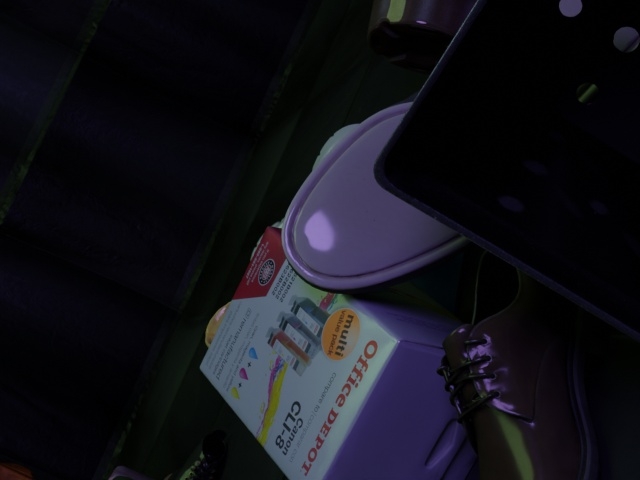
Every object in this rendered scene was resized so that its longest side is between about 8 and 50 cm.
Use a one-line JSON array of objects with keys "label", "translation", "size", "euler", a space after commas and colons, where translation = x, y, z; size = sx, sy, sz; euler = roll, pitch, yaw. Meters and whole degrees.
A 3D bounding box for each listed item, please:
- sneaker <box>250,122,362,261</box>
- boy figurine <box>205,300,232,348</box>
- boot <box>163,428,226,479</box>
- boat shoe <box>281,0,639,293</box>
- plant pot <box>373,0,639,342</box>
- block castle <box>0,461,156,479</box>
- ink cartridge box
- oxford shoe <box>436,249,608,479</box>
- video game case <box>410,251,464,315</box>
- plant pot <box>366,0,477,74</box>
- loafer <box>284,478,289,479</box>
[{"label": "sneaker", "translation": [0.000, 0.000, 1.189], "size": [0.297, 0.111, 0.129], "euler": [-63, 18, 12]}, {"label": "boy figurine", "translation": [-0.015, 0.032, 0.926], "size": [0.285, 0.092, 0.177], "euler": [-48, 23, 43]}, {"label": "boot", "translation": [-0.189, 0.357, 1.352], "size": [0.137, 0.077, 0.198], "euler": [-53, 17, 25]}, {"label": "boat shoe", "translation": [0.110, -0.070, 0.691], "size": [0.335, 0.112, 0.095], "euler": [-41, -12, -15]}, {"label": "plant pot", "translation": [0.163, -0.087, 0.519], "size": [0.187, 0.188, 0.167], "euler": [-59, 2, 28]}, {"label": "block castle", "translation": [-0.060, 0.203, 0.221], "size": [0.213, 0.454, 0.302], "euler": [132, 162, -76]}, {"label": "ink cartridge box", "translation": [0.024, 0.093, 0.701], "size": [0.176, 0.127, 0.128], "euler": [38, 105, 49]}, {"label": "oxford shoe", "translation": [0.105, 0.098, 0.570], "size": [0.083, 0.096, 0.227], "euler": [-49, 22, 47]}, {"label": "video game case", "translation": [0.054, 0.050, 0.953], "size": [0.244, 0.061, 0.269], "euler": [-47, 21, 50]}, {"label": "plant pot", "translation": [0.130, -0.284, 1.096], "size": [0.167, 0.167, 0.165], "euler": [153, 133, -71]}, {"label": "loafer", "translation": [-0.056, 0.259, 0.820], "size": [0.109, 0.095, 0.302], "euler": [-13, -32, -47]}]
